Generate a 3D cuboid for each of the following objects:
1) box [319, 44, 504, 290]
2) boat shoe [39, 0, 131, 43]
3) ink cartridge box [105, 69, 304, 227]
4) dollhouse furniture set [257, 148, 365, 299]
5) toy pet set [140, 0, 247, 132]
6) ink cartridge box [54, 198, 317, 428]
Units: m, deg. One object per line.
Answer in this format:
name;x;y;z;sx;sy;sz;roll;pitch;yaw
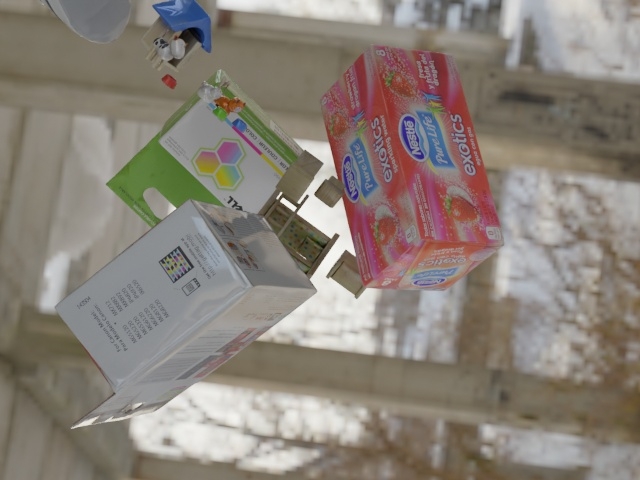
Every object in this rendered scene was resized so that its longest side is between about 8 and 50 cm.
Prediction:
box;0.118;-0.096;2.285;0.154;0.142;0.300;-42;53;49
boat shoe;-0.337;-0.338;2.082;0.096;0.088;0.267;-57;-41;-2
ink cartridge box;-0.174;-0.097;2.539;0.255;0.189;0.097;-44;14;11
dollhouse furniture set;0.000;0.000;2.270;0.101;0.182;0.161;-55;1;-42
toy pet set;-0.115;-0.181;1.644;0.065;0.114;0.122;-48;-40;10
ink cartridge box;-0.177;0.089;2.010;0.130;0.272;0.309;54;-171;10
